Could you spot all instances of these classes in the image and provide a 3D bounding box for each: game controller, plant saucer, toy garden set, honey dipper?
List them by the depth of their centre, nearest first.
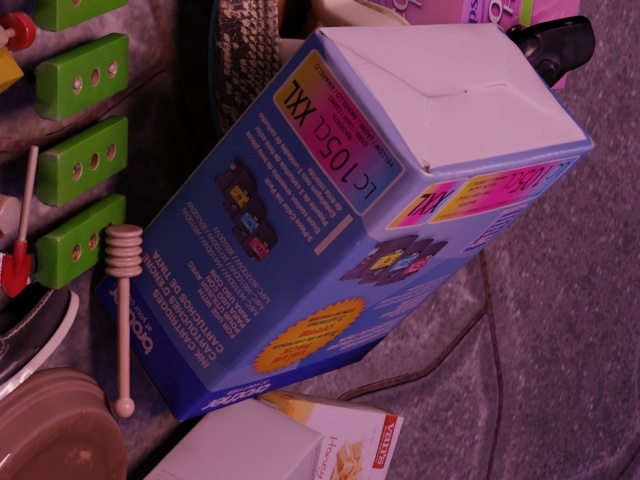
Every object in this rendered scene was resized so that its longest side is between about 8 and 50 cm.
[{"bbox_3d":[-0.211,-0.080,1.052,0.204,0.049,0.244,-43,141,-60],"label":"toy garden set"},{"bbox_3d":[-0.239,0.235,1.138,0.278,0.041,0.277,-49,151,-40],"label":"plant saucer"},{"bbox_3d":[-0.160,0.068,1.153,0.030,0.030,0.160,-15,113,-51],"label":"honey dipper"},{"bbox_3d":[0.136,-0.104,1.400,0.319,0.067,0.166,-44,174,35],"label":"game controller"}]

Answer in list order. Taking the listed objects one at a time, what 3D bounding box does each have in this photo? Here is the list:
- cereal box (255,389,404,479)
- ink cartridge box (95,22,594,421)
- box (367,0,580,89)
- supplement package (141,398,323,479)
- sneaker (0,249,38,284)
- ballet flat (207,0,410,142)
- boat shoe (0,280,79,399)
[{"bbox_3d":[-0.009,0.251,1.506,0.240,0.047,0.173,17,90,-56],"label":"cereal box"},{"bbox_3d":[0.000,0.000,1.209,0.270,0.151,0.395,-12,154,-51],"label":"ink cartridge box"},{"bbox_3d":[0.164,-0.266,1.459,0.243,0.117,0.213,-9,112,-52],"label":"box"},{"bbox_3d":[-0.090,0.239,1.299,0.179,0.105,0.105,-45,152,-47],"label":"supplement package"},{"bbox_3d":[-0.245,0.017,1.086,0.083,0.032,0.036,-18,119,-51],"label":"sneaker"},{"bbox_3d":[-0.006,-0.241,1.175,0.164,0.182,0.482,-31,129,-45],"label":"ballet flat"},{"bbox_3d":[-0.265,0.088,1.050,0.233,0.084,0.079,-44,112,-42],"label":"boat shoe"}]
